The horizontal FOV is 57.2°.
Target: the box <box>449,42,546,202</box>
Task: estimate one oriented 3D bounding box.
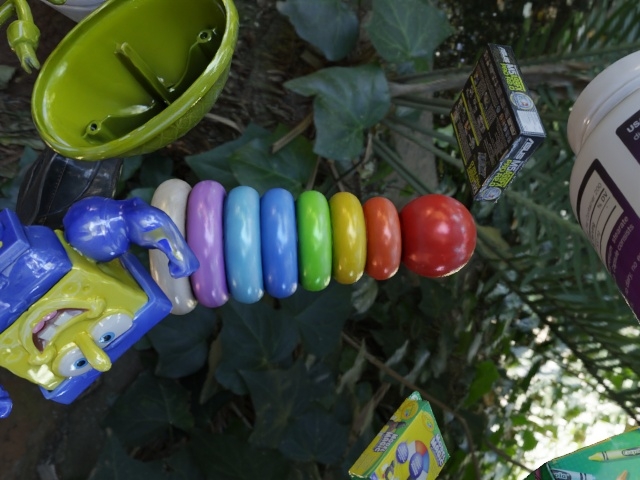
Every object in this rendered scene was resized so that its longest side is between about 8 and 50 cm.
[{"bbox_3d":[0.372,-0.253,1.272,0.216,0.060,0.270,110,-21,-53],"label":"box"}]

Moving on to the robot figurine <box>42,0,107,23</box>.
[{"bbox_3d":[-0.276,-0.370,0.723,0.353,0.200,0.299,-95,170,-84],"label":"robot figurine"}]

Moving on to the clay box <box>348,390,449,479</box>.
[{"bbox_3d":[0.148,0.374,1.011,0.222,0.053,0.127,-37,111,-41],"label":"clay box"}]

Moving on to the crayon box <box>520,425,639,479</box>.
[{"bbox_3d":[0.440,0.331,0.847,0.279,0.081,0.165,-16,148,-10],"label":"crayon box"}]

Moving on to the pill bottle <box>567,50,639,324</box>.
[{"bbox_3d":[0.298,-0.003,0.409,0.181,0.182,0.322,68,10,-45],"label":"pill bottle"}]

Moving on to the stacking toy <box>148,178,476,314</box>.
[{"bbox_3d":[0.000,0.000,0.614,0.141,0.331,0.141,177,-90,-88],"label":"stacking toy"}]

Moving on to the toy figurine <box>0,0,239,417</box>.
[{"bbox_3d":[-0.182,0.003,0.409,0.362,0.191,0.217,-44,146,-6],"label":"toy figurine"}]

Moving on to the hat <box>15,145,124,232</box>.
[{"bbox_3d":[-0.391,-0.085,0.934,0.134,0.331,0.331,24,85,-30],"label":"hat"}]
